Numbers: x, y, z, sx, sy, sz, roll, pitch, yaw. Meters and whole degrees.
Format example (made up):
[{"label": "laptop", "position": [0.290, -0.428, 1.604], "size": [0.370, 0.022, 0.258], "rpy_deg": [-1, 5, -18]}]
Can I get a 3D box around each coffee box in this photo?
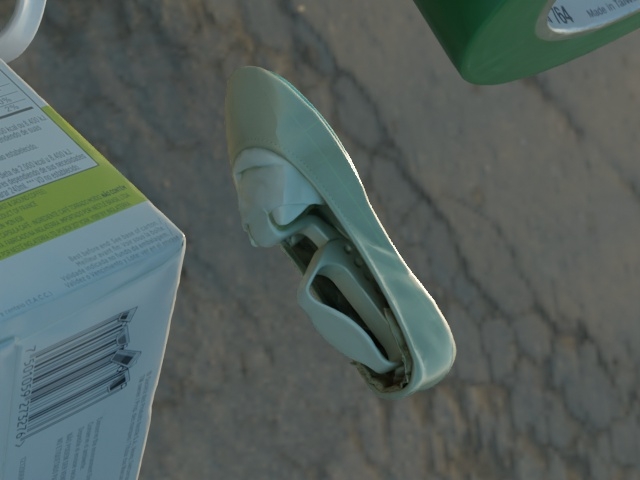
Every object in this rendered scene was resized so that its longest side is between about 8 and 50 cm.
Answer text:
[{"label": "coffee box", "position": [-0.348, 0.074, 1.131], "size": [0.338, 0.334, 0.337], "rpy_deg": [-26, 146, -38]}]

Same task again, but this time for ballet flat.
[{"label": "ballet flat", "position": [0.000, 0.000, 1.039], "size": [0.248, 0.086, 0.086], "rpy_deg": [54, 32, -3]}]

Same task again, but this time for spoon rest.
[{"label": "spoon rest", "position": [-0.328, -0.323, 1.635], "size": [0.137, 0.084, 0.276], "rpy_deg": [6, 78, -63]}]

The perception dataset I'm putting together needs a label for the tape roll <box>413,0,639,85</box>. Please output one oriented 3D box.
[{"label": "tape roll", "position": [0.184, -0.191, 0.745], "size": [0.077, 0.321, 0.321], "rpy_deg": [59, 27, 10]}]
